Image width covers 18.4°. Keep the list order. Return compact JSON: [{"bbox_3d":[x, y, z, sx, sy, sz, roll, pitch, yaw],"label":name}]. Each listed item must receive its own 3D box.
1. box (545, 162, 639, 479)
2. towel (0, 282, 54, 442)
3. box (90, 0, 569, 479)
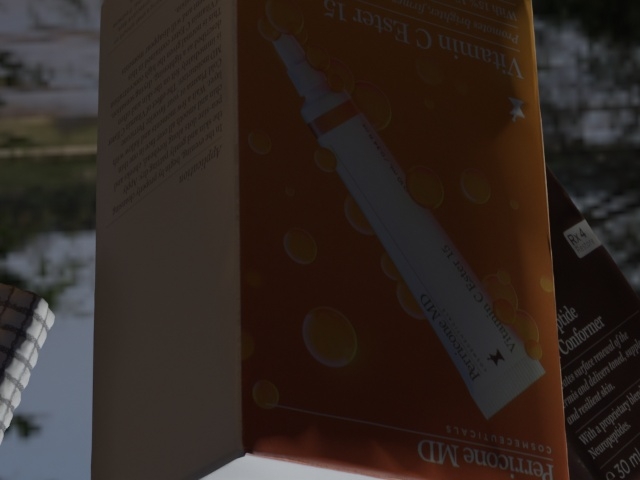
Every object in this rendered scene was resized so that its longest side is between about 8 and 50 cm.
[{"bbox_3d":[0.095,0.026,1.401,0.143,0.381,0.191,-39,174,37],"label":"box"},{"bbox_3d":[-0.356,0.104,1.411,0.284,0.235,0.121,18,152,-2],"label":"towel"},{"bbox_3d":[0.000,0.000,1.139,0.215,0.345,0.168,13,152,-31],"label":"box"}]
